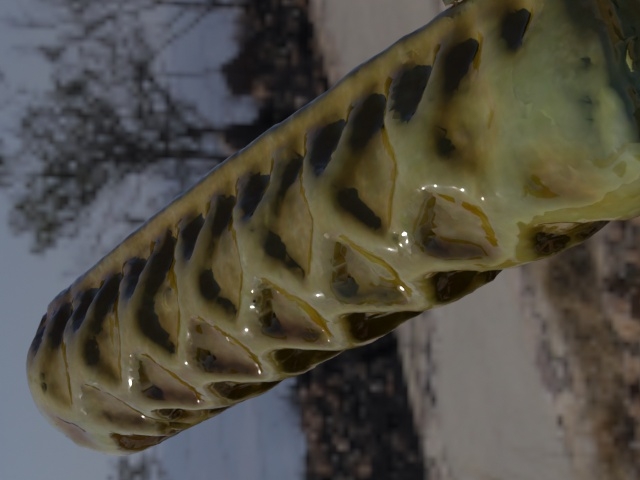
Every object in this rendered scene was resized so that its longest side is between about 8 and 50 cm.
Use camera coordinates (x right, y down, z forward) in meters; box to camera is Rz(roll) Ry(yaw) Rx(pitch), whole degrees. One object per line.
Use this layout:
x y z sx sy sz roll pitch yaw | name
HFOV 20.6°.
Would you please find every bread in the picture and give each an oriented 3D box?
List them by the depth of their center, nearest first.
0.001 0.000 0.553 0.367 0.077 0.084 -29 48 53 | bread
